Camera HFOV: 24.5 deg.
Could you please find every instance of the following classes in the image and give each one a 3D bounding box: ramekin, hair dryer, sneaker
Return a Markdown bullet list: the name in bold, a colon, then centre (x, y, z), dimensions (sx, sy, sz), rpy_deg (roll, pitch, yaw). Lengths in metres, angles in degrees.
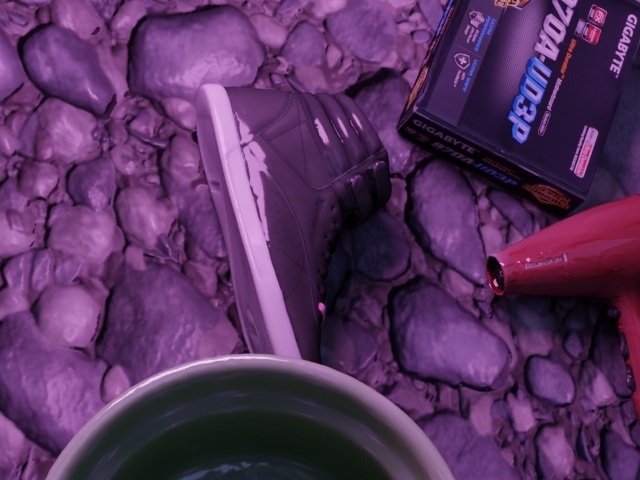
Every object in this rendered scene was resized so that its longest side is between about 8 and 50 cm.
- **ramekin**: centre (-0.048, 0.245, 1.025), dimensions (0.303, 0.148, 0.303), rpy_deg (1, 66, -2)
- **hair dryer**: centre (0.278, 0.067, 1.266), dimensions (0.293, 0.080, 0.224), rpy_deg (27, 66, -7)
- **sneaker**: centre (0.000, 0.000, 1.183), dimensions (0.147, 0.104, 0.296), rpy_deg (-9, 70, -15)

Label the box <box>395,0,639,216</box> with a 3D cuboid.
- **box**: centre (0.186, -0.155, 1.329), dimensions (0.175, 0.051, 0.220), rpy_deg (27, 65, -7)
